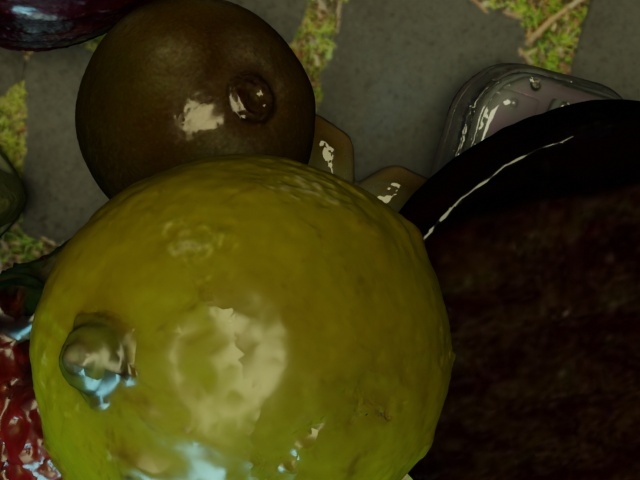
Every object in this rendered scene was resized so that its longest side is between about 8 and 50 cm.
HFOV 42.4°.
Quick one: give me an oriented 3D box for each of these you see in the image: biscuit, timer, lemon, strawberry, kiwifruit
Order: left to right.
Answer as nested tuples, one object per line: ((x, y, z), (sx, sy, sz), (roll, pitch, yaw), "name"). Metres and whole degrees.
((-0.220, 0.151, 0.716), (0.250, 0.238, 0.288), (-3, 106, 2), "strawberry")
((-0.102, -0.099, 0.681), (0.196, 0.234, 0.196), (-2, 95, -29), "kiwifruit")
((-0.040, 0.070, 0.533), (0.260, 0.284, 0.260), (-10, 59, 17), "lemon")
((0.001, 0.001, 0.795), (0.164, 0.047, 0.208), (29, 95, -5), "biscuit")
((0.198, -0.054, 0.771), (0.191, 0.069, 0.208), (11, 99, -17), "timer")
((0.222, 0.067, 0.737), (0.407, 0.091, 0.407), (-5, 117, -10), "biscuit")

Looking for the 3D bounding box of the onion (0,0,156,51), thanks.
((-0.211, -0.313, 0.646), (0.282, 0.260, 0.336), (32, 94, -11), "onion")

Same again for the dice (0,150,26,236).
((-0.376, -0.038, 0.712), (0.169, 0.169, 0.166), (-41, 96, 3), "dice")
